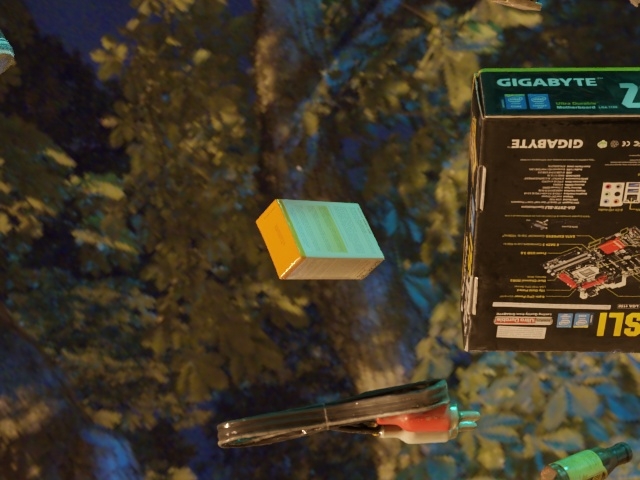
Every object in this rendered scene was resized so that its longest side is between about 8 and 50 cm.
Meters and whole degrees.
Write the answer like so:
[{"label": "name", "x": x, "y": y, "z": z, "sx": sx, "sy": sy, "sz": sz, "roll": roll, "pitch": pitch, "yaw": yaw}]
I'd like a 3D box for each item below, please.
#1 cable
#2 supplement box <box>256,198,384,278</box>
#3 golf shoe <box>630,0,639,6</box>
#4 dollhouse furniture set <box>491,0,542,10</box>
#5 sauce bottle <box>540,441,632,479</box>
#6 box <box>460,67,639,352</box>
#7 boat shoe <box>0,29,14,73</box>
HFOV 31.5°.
[{"label": "cable", "x": 0.033, "y": 0.204, "z": 1.235, "sx": 0.287, "sy": 0.072, "sz": 0.139, "roll": -11, "pitch": -11, "yaw": -9}, {"label": "supplement box", "x": 0.000, "y": 0.000, "z": 0.985, "sx": 0.098, "sy": 0.062, "sz": 0.036, "roll": 2, "pitch": -37, "yaw": -41}, {"label": "golf shoe", "x": 0.269, "y": -0.199, "z": 0.762, "sx": 0.067, "sy": 0.186, "sz": 0.086, "roll": -37, "pitch": -62, "yaw": -20}, {"label": "dollhouse furniture set", "x": 0.308, "y": -0.428, "z": 1.727, "sx": 0.129, "sy": 0.183, "sz": 0.129, "roll": 10, "pitch": -81, "yaw": -18}, {"label": "sauce bottle", "x": 0.318, "y": 0.268, "z": 1.342, "sx": 0.128, "sy": 0.042, "sz": 0.042, "roll": -13, "pitch": -51, "yaw": -31}, {"label": "box", "x": 0.284, "y": -0.019, "z": 0.958, "sx": 0.322, "sy": 0.079, "sz": 0.257, "roll": 0, "pitch": -49, "yaw": 4}, {"label": "boat shoe", "x": -0.414, "y": -0.183, "z": 1.200, "sx": 0.183, "sy": 0.083, "sz": 0.065, "roll": -30, "pitch": -14, "yaw": 8}]
